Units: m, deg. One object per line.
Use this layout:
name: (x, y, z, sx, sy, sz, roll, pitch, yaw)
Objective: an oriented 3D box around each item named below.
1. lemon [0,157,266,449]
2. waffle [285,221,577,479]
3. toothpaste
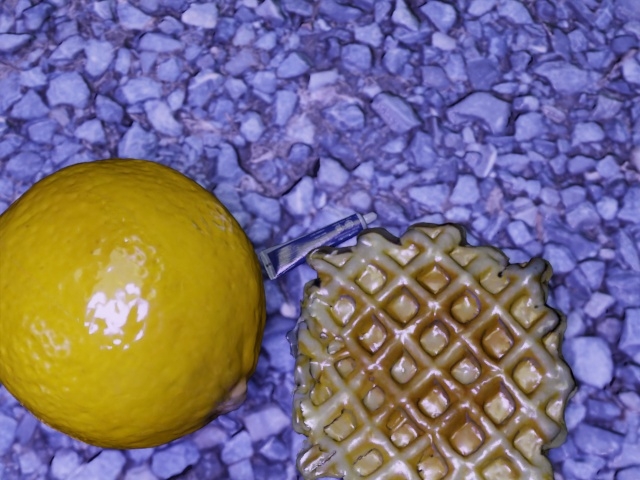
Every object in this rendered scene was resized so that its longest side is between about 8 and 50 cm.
lemon: (-0.188, 0.058, 0.854, 0.292, 0.293, 0.293, -1, 69, 1)
waffle: (0.111, 0.128, 0.924, 0.297, 0.073, 0.317, 2, 67, 4)
toothpaste: (0.000, 0.000, 1.003, 0.139, 0.021, 0.037, -25, 71, -6)
